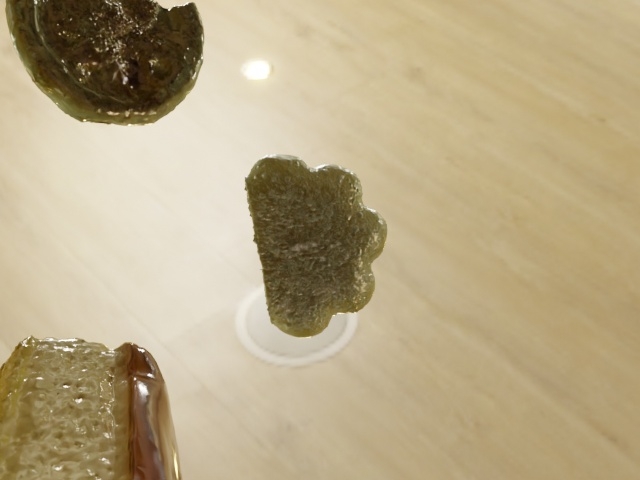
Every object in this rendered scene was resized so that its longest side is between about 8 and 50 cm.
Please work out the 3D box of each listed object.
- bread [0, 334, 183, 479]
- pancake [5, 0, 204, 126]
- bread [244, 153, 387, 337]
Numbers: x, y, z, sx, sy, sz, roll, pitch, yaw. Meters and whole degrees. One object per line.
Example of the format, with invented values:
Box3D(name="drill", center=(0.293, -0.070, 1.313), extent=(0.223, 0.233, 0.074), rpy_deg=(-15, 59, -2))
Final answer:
Box3D(name="bread", center=(-0.160, 0.281, 0.789), extent=(0.143, 0.323, 0.333), rpy_deg=(-2, -148, -5))
Box3D(name="pancake", center=(-0.245, -0.245, 1.318), extent=(0.254, 0.037, 0.253), rpy_deg=(12, -114, -30))
Box3D(name="bread", center=(0.000, 0.000, 1.723), extent=(0.207, 0.286, 0.056), rpy_deg=(-14, -168, -4))
